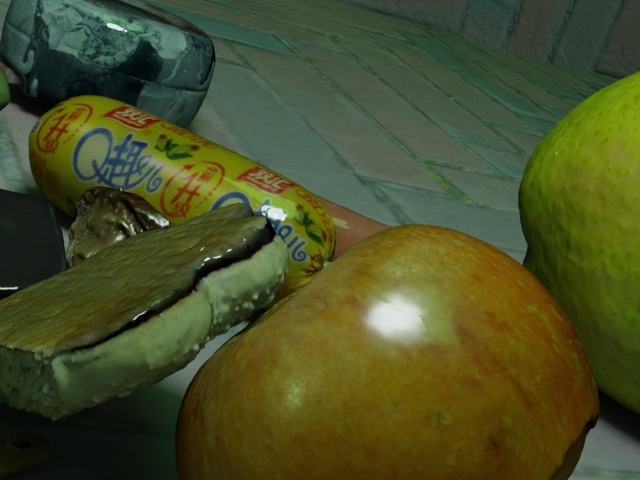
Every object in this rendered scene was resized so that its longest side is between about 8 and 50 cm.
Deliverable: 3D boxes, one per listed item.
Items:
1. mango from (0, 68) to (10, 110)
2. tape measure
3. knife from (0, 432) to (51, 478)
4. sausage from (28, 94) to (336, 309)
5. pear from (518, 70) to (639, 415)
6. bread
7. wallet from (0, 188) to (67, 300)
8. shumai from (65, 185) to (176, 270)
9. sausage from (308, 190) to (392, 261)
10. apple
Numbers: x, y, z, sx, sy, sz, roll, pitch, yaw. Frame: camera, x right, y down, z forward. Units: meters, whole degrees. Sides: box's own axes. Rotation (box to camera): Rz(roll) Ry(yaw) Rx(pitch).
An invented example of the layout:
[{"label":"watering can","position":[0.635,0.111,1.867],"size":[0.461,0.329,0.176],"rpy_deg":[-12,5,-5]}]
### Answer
[{"label":"mango","position":[-0.442,-0.187,1.112],"size":[0.251,0.114,0.156],"rpy_deg":[6,17,-32]},{"label":"tape measure","position":[-0.263,-0.227,1.353],"size":[0.256,0.147,0.275],"rpy_deg":[16,16,-19]},{"label":"knife","position":[-0.249,0.147,0.558],"size":[0.047,0.017,0.297],"rpy_deg":[35,24,27]},{"label":"sausage","position":[-0.128,-0.037,1.006],"size":[0.347,0.123,0.123],"rpy_deg":[25,20,17]},{"label":"pear","position":[0.372,-0.001,1.058],"size":[0.391,0.391,0.391],"rpy_deg":[18,20,-7]},{"label":"bread","position":[-0.118,0.039,0.690],"size":[0.207,0.056,0.286],"rpy_deg":[-28,14,-26]},{"label":"wallet","position":[-0.382,-0.016,0.815],"size":[0.377,0.051,0.197],"rpy_deg":[10,23,-23]},{"label":"shumai","position":[-0.162,0.019,0.912],"size":[0.139,0.105,0.123],"rpy_deg":[48,-12,37]},{"label":"sausage","position":[0.000,0.000,1.079],"size":[0.418,0.094,0.094],"rpy_deg":[25,9,18]},{"label":"apple","position":[0.040,0.115,0.609],"size":[0.207,0.237,0.237],"rpy_deg":[50,22,0]}]
